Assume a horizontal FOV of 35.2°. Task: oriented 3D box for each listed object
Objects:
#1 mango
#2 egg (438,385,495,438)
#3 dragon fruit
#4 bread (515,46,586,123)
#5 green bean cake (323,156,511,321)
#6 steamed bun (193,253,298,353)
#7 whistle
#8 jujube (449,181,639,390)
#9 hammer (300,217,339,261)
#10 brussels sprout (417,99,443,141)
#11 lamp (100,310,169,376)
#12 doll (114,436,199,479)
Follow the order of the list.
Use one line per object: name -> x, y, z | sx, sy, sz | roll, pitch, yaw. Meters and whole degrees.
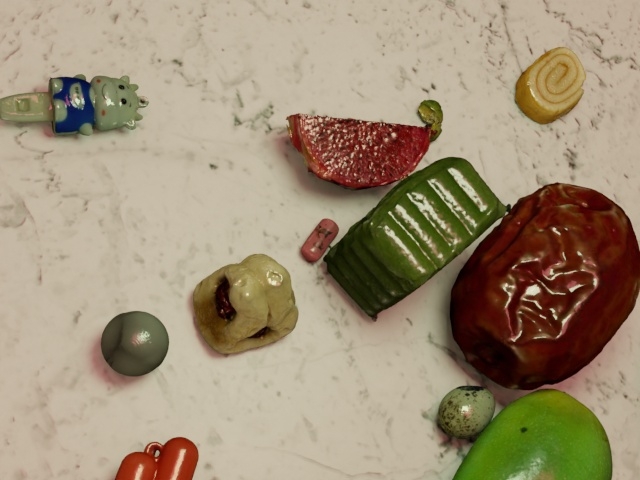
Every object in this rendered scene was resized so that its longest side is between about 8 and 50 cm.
mango -> 0.327, 0.404, 1.600 | 0.225, 0.201, 0.382 | 50, 56, -12
egg -> 0.246, 0.284, 1.688 | 0.110, 0.085, 0.085 | -31, 82, -25
dragon fruit -> 0.059, -0.153, 1.777 | 0.274, 0.161, 0.126 | 2, 96, -20
bread -> 0.450, -0.298, 1.967 | 0.149, 0.073, 0.122 | -39, 91, -22
green bean cake -> 0.151, -0.010, 1.674 | 0.247, 0.250, 0.156 | -39, 85, -24
steamed bun -> -0.108, 0.091, 1.614 | 0.172, 0.155, 0.141 | -19, 76, -22
whistle -> -0.406, -0.226, 1.673 | 0.244, 0.092, 0.110 | -4, 77, -19
jujube -> 0.390, 0.073, 1.717 | 0.276, 0.276, 0.377 | 43, 68, 2
hammer -> 0.000, 0.000, 1.741 | 0.043, 0.043, 0.083 | 36, 64, -2
brussels sprout -> 0.205, -0.221, 1.883 | 0.051, 0.046, 0.083 | 7, 79, -18
lamp -> -0.288, 0.159, 1.565 | 0.105, 0.105, 0.105 | 5, 70, -15
doll -> -0.266, 0.417, 1.467 | 0.161, 0.130, 0.290 | 20, 61, -6
